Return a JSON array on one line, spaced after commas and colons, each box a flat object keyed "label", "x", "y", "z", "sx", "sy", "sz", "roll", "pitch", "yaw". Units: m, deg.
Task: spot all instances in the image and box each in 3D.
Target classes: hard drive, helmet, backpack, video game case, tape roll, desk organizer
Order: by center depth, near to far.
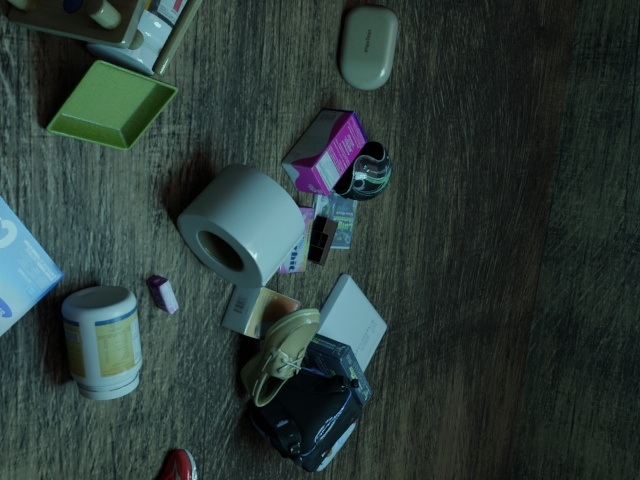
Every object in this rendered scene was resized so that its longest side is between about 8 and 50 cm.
[{"label": "tape roll", "x": -0.180, "y": -0.031, "z": 1.555, "sx": 0.169, "sy": 0.246, "sz": 0.246, "roll": -53, "pitch": 136, "yaw": -28}, {"label": "backpack", "x": -0.048, "y": 0.476, "z": 1.862, "sx": 0.276, "sy": 0.263, "sz": 0.213, "roll": -44, "pitch": 138, "yaw": -27}, {"label": "desk organizer", "x": 0.000, "y": 0.000, "z": 1.911, "sx": 0.050, "sy": 0.047, "sz": 0.130, "roll": 24, "pitch": 82, "yaw": -48}, {"label": "helmet", "x": 0.123, "y": -0.198, "z": 1.944, "sx": 0.161, "sy": 0.169, "sz": 0.169, "roll": -5, "pitch": 106, "yaw": -33}, {"label": "video game case", "x": 0.038, "y": -0.063, "z": 1.991, "sx": 0.190, "sy": 0.022, "sz": 0.173, "roll": 3, "pitch": 99, "yaw": -51}, {"label": "hard drive", "x": 0.095, "y": 0.277, "z": 2.152, "sx": 0.210, "sy": 0.040, "sz": 0.319, "roll": -59, "pitch": 139, "yaw": -20}]

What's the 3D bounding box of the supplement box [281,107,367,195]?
[{"label": "supplement box", "x": 0.013, "y": -0.240, "z": 1.833, "sx": 0.220, "sy": 0.111, "sz": 0.114, "roll": -54, "pitch": 137, "yaw": -25}]

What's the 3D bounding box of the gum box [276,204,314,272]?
[{"label": "gum box", "x": -0.084, "y": -0.001, "z": 1.826, "sx": 0.107, "sy": 0.062, "sz": 0.188, "roll": 0, "pitch": 101, "yaw": -51}]

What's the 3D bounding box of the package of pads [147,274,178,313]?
[{"label": "package of pads", "x": -0.355, "y": 0.123, "z": 1.541, "sx": 0.032, "sy": 0.050, "sz": 0.083, "roll": -39, "pitch": 130, "yaw": -37}]

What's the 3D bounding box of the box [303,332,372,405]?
[{"label": "box", "x": 0.038, "y": 0.372, "z": 1.996, "sx": 0.059, "sy": 0.183, "sz": 0.233, "roll": -51, "pitch": 136, "yaw": -29}]

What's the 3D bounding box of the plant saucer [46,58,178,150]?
[{"label": "plant saucer", "x": -0.403, "y": -0.266, "z": 1.306, "sx": 0.188, "sy": 0.045, "sz": 0.188, "roll": -42, "pitch": 151, "yaw": 26}]

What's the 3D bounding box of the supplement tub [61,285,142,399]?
[{"label": "supplement tub", "x": -0.441, "y": 0.206, "z": 1.385, "sx": 0.144, "sy": 0.144, "sz": 0.200, "roll": -20, "pitch": 117, "yaw": -46}]

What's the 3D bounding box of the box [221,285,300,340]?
[{"label": "box", "x": -0.154, "y": 0.190, "z": 1.778, "sx": 0.170, "sy": 0.091, "sz": 0.130, "roll": 28, "pitch": 79, "yaw": -51}]

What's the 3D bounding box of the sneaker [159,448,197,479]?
[{"label": "sneaker", "x": -0.388, "y": 0.631, "z": 1.621, "sx": 0.118, "sy": 0.107, "sz": 0.279, "roll": 33, "pitch": 73, "yaw": -41}]

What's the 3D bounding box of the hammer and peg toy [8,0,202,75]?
[{"label": "hammer and peg toy", "x": -0.344, "y": -0.445, "z": 1.140, "sx": 0.266, "sy": 0.361, "sz": 0.127, "roll": -70, "pitch": 160, "yaw": -6}]

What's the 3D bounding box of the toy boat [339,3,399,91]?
[{"label": "toy boat", "x": 0.137, "y": -0.532, "z": 1.900, "sx": 0.151, "sy": 0.151, "sz": 0.231, "roll": -27, "pitch": 126, "yaw": -78}]

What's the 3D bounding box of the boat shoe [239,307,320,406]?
[{"label": "boat shoe", "x": -0.089, "y": 0.299, "z": 1.732, "sx": 0.121, "sy": 0.110, "sz": 0.341, "roll": 3, "pitch": 137, "yaw": -35}]

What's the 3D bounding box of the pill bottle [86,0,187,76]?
[{"label": "pill bottle", "x": -0.333, "y": -0.468, "z": 1.297, "sx": 0.162, "sy": 0.162, "sz": 0.278, "roll": 27, "pitch": 80, "yaw": -51}]

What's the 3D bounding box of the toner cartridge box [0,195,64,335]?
[{"label": "toner cartridge box", "x": -0.610, "y": -0.010, "z": 1.167, "sx": 0.165, "sy": 0.075, "sz": 0.348, "roll": -49, "pitch": 135, "yaw": -28}]

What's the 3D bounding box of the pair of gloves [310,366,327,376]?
[{"label": "pair of gloves", "x": 0.016, "y": 0.456, "z": 2.015, "sx": 0.023, "sy": 0.159, "sz": 0.198, "roll": -49, "pitch": 136, "yaw": -40}]
